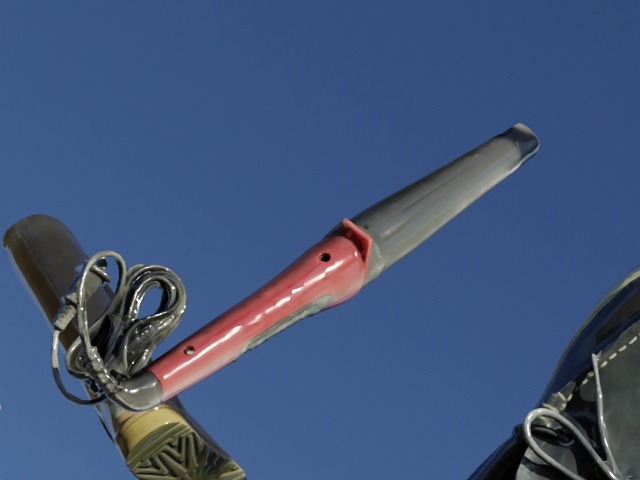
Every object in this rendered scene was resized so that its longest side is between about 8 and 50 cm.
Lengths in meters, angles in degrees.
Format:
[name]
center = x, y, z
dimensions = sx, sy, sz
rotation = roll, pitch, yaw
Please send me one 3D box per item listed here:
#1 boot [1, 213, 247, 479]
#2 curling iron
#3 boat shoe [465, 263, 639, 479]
[boot]
center = -0.178, 0.127, 1.533
dimensions = 0.269, 0.089, 0.236
rotation = 52, -12, 36
[curling iron]
center = 0.000, 0.000, 0.735
dimensions = 0.035, 0.274, 0.068
rotation = -30, -95, 59
[boat shoe]
center = 0.217, 0.186, 1.272
dimensions = 0.187, 0.156, 0.500
rotation = 43, -78, -7
